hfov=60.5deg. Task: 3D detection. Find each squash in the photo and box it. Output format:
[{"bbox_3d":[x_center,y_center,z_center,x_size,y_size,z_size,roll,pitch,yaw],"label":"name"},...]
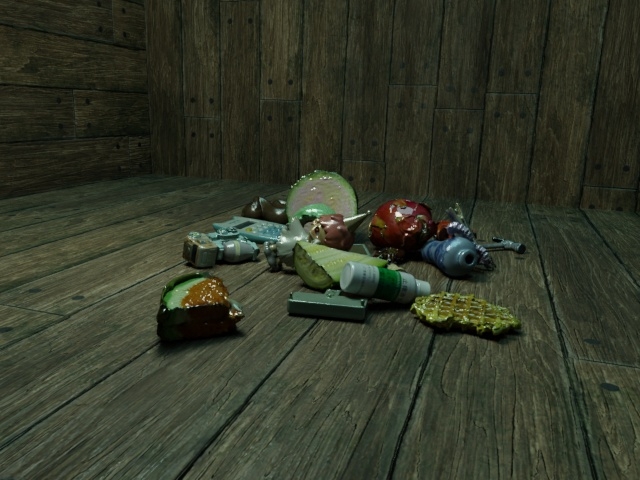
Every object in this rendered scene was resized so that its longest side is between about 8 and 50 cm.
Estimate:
[{"bbox_3d":[-0.001,-0.132,2.380,0.310,0.310,0.309,1,-1,-4],"label":"squash"},{"bbox_3d":[0.057,0.075,1.806,0.203,0.111,0.289,45,37,21],"label":"squash"}]

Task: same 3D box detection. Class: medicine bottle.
[{"bbox_3d":[0.189,0.127,1.586,0.260,0.095,0.095,12,10,-19],"label":"medicine bottle"}]

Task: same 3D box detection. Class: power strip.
[{"bbox_3d":[0.026,0.169,1.542,0.216,0.061,0.145,5,10,9],"label":"power strip"}]

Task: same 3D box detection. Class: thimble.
[{"bbox_3d":[-0.018,-0.020,2.012,0.219,0.219,0.150,4,16,9],"label":"thimble"}]

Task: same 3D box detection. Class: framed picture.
[{"bbox_3d":[0.117,0.039,2.185,0.142,0.011,0.183,1,13,-4],"label":"framed picture"}]

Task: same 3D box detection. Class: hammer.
[{"bbox_3d":[0.621,0.031,2.226,0.427,0.044,0.152,-5,14,-24],"label":"hammer"}]

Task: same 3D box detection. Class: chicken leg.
[{"bbox_3d":[0.245,0.064,1.992,0.105,0.063,0.234,14,15,16],"label":"chicken leg"}]

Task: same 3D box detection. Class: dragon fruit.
[{"bbox_3d":[0.317,-0.056,2.159,0.250,0.250,0.315,2,-9,0],"label":"dragon fruit"}]

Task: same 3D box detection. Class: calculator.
[{"bbox_3d":[-0.249,-0.039,2.369,0.386,0.054,0.256,8,15,19],"label":"calculator"}]

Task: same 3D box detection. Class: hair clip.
[{"bbox_3d":[0.536,-0.003,1.971,0.084,0.292,0.106,-39,10,-24],"label":"hair clip"}]

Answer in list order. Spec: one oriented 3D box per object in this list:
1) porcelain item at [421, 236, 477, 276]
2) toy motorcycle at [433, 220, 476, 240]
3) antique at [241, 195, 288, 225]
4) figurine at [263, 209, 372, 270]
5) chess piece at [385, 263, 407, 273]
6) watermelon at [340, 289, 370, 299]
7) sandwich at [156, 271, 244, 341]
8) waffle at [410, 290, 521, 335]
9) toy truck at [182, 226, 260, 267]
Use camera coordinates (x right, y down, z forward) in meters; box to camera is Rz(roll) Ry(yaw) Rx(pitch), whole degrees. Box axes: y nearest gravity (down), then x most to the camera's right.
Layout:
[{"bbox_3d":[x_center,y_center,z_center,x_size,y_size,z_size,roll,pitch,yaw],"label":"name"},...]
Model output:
[{"bbox_3d":[0.457,0.052,1.945,0.141,0.141,0.259,-2,5,-16],"label":"porcelain item"},{"bbox_3d":[0.520,-0.027,2.165,0.171,0.089,0.298,12,4,7],"label":"toy motorcycle"},{"bbox_3d":[-0.249,-0.128,2.609,0.257,0.121,0.143,11,24,6],"label":"antique"},{"bbox_3d":[0.000,0.000,1.839,0.387,0.207,0.166,-17,6,19],"label":"figurine"},{"bbox_3d":[0.247,0.111,1.802,0.066,0.066,0.122,1,11,-3],"label":"chess piece"},{"bbox_3d":[0.128,0.143,1.670,0.094,0.125,0.135,41,10,21],"label":"watermelon"},{"bbox_3d":[-0.308,0.172,1.403,0.212,0.109,0.292,5,15,-16],"label":"sandwich"},{"bbox_3d":[0.388,0.199,1.488,0.291,0.051,0.291,3,14,-1],"label":"waffle"},{"bbox_3d":[-0.351,0.032,1.966,0.257,0.108,0.140,-8,30,-45],"label":"toy truck"}]
